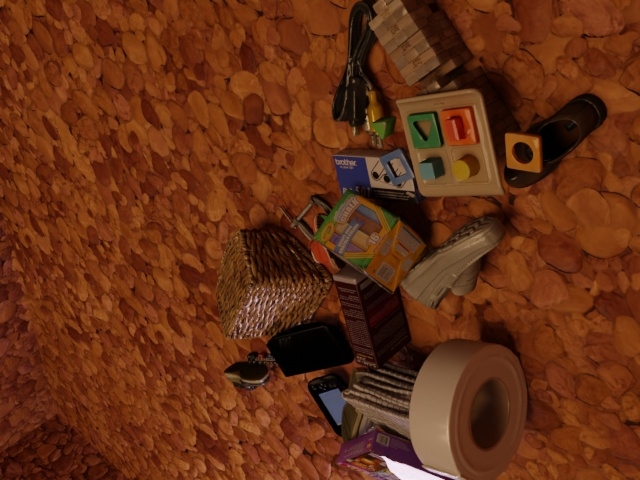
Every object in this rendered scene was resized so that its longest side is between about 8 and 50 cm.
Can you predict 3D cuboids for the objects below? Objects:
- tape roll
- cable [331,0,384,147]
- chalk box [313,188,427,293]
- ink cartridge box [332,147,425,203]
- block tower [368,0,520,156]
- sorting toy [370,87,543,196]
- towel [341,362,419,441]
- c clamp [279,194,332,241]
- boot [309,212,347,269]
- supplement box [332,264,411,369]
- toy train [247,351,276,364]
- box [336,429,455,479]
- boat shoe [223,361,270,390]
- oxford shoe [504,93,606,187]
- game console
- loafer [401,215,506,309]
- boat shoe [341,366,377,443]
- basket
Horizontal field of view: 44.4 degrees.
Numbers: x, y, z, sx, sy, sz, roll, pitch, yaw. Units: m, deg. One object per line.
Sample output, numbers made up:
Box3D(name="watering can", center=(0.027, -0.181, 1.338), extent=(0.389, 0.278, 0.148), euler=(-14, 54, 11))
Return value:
Box3D(name="tape roll", center=(0.305, 0.346, 1.598), extent=(0.100, 0.286, 0.286), euler=(4, 120, 45))
Box3D(name="cable", center=(0.081, -0.329, 1.546), extent=(0.139, 0.072, 0.287), euler=(33, 128, 51))
Box3D(name="chalk box", center=(0.089, -0.009, 1.639), extent=(0.213, 0.132, 0.132), euler=(35, 178, 43))
Box3D(name="ink cartridge box", center=(0.123, -0.136, 1.627), extent=(0.207, 0.046, 0.097), euler=(10, 123, 43))
Box3D(name="block tower", center=(0.218, -0.289, 1.378), extent=(0.335, 0.097, 0.091), euler=(58, 142, -1))
Box3D(name="sorting toy", center=(0.217, -0.158, 1.356), extent=(0.348, 0.047, 0.196), euler=(1, 117, 47))
Box3D(name="towel", center=(0.225, 0.386, 1.794), extent=(0.284, 0.121, 0.235), euler=(8, 152, 46))
Box3D(name="c clamp", center=(-0.025, -0.055, 1.865), extent=(0.137, 0.022, 0.161), euler=(53, 142, 1))
Box3D(name="boot", center=(0.000, 0.000, 1.835), extent=(0.085, 0.059, 0.158), euler=(11, 135, 39))
Box3D(name="supplement box", center=(0.120, 0.156, 1.782), extent=(0.073, 0.130, 0.239), euler=(8, 122, 44))
Box3D(name="toy train", center=(-0.167, 0.346, 2.316), extent=(0.158, 0.027, 0.036), euler=(-8, 100, 50))
Box3D(name="box", center=(0.212, 0.553, 1.911), extent=(0.293, 0.057, 0.201), euler=(24, 150, -12))
Box3D(name="boat shoe", center=(-0.212, 0.417, 2.378), extent=(0.224, 0.080, 0.073), euler=(-4, 120, 54))
Box3D(name="oxford shoe", center=(0.369, -0.153, 1.315), extent=(0.083, 0.096, 0.227), euler=(46, 143, 8))
Box3D(name="game console", center=(0.022, 0.373, 2.079), extent=(0.213, 0.044, 0.361), euler=(-19, 111, 32))
Box3D(name="loafer", center=(0.276, 0.050, 1.562), extent=(0.111, 0.112, 0.319), euler=(47, 150, 2))
Box3D(name="boat shoe", center=(0.120, 0.438, 1.995), extent=(0.113, 0.103, 0.302), euler=(-106, 19, -45))
Box3D(name="basket", center=(-0.132, 0.101, 2.040), extent=(0.299, 0.223, 0.213), euler=(117, 145, -49))
